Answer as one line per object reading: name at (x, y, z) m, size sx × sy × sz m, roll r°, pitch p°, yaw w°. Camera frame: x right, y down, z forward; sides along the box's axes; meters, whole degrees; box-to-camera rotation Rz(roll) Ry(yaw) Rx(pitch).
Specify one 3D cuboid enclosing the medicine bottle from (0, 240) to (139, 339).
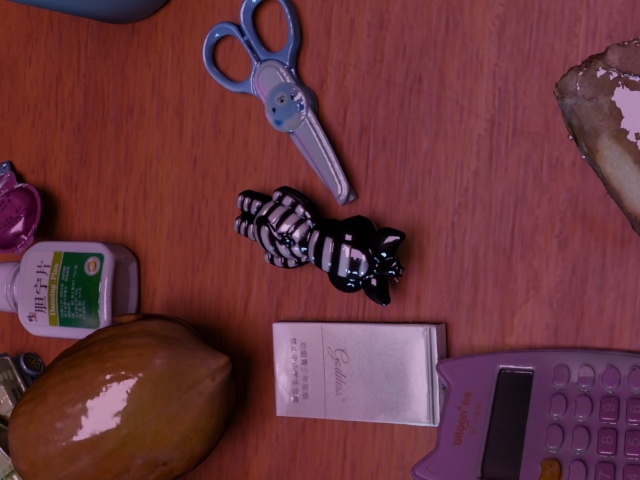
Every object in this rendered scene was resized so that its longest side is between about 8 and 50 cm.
medicine bottle at (-0.314, 0.060, 1.234) m, size 0.183 × 0.069 × 0.119 m, roll 1°, pitch 88°, yaw 26°

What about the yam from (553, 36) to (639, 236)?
yam at (0.317, -0.080, 0.916) m, size 0.238 × 0.129 × 0.128 m, roll 59°, pitch 147°, yaw 11°

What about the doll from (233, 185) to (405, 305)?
doll at (0.000, 0.000, 1.090) m, size 0.219 × 0.067 × 0.091 m, roll 22°, pitch 114°, yaw 29°

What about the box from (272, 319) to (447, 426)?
box at (0.041, 0.142, 1.102) m, size 0.198 × 0.029 × 0.109 m, roll -1°, pitch 93°, yaw 25°

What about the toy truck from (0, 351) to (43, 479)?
toy truck at (-0.374, 0.231, 1.245) m, size 0.085 × 0.116 × 0.191 m, roll -39°, pitch 77°, yaw 23°

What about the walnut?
walnut at (-0.212, 0.192, 1.129) m, size 0.298 × 0.203 × 0.203 m, roll -23°, pitch 84°, yaw 25°

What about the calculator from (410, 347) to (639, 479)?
calculator at (0.242, 0.180, 0.944) m, size 0.294 × 0.194 × 0.043 m, roll -1°, pitch 130°, yaw 20°

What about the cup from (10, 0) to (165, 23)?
cup at (-0.302, -0.351, 1.072) m, size 0.205 × 0.312 × 0.205 m, roll 2°, pitch 95°, yaw 26°

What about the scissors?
scissors at (-0.035, -0.149, 1.117) m, size 0.125 × 0.030 × 0.256 m, roll -35°, pitch 79°, yaw 25°

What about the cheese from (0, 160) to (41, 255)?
cheese at (-0.388, -0.040, 1.262) m, size 0.095 × 0.038 × 0.145 m, roll -40°, pitch 55°, yaw 13°
